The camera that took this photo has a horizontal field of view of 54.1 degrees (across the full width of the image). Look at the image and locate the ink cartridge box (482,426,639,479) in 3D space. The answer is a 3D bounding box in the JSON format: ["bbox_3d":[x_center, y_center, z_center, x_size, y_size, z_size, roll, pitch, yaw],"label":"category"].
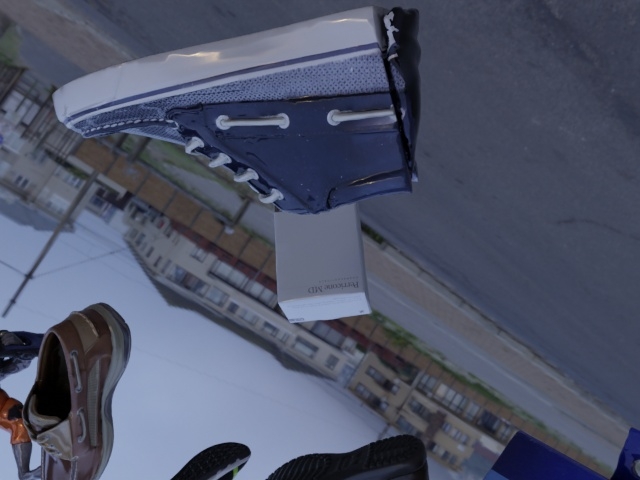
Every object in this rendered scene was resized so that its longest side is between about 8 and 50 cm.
[{"bbox_3d":[0.227,0.361,0.549,0.270,0.395,0.151,19,151,54],"label":"ink cartridge box"}]

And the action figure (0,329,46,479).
[{"bbox_3d":[-0.621,0.254,1.025,0.342,0.178,0.330,11,-151,-38],"label":"action figure"}]

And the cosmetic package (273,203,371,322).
[{"bbox_3d":[0.000,0.000,1.586,0.217,0.384,0.156,-9,151,5],"label":"cosmetic package"}]

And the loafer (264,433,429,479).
[{"bbox_3d":[0.020,0.279,0.680,0.078,0.220,0.080,66,-155,-4],"label":"loafer"}]

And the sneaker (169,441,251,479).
[{"bbox_3d":[-0.216,0.452,1.105,0.084,0.235,0.097,4,119,52],"label":"sneaker"}]

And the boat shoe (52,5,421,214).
[{"bbox_3d":[-0.072,-0.092,0.555,0.341,0.158,0.127,-7,-166,20],"label":"boat shoe"}]

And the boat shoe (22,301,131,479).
[{"bbox_3d":[-0.370,0.242,0.898,0.123,0.324,0.116,22,-163,28],"label":"boat shoe"}]
